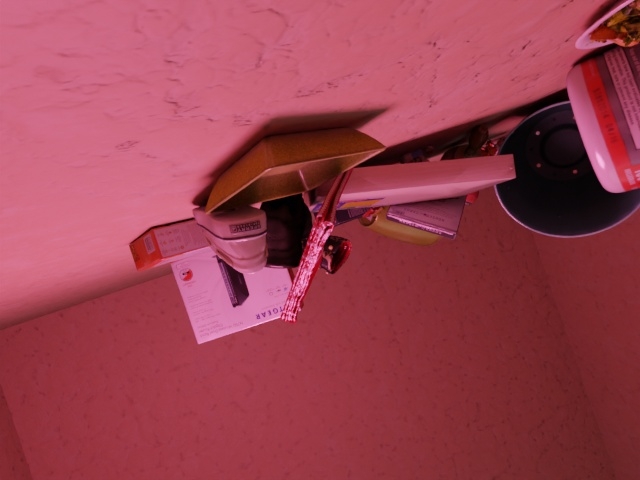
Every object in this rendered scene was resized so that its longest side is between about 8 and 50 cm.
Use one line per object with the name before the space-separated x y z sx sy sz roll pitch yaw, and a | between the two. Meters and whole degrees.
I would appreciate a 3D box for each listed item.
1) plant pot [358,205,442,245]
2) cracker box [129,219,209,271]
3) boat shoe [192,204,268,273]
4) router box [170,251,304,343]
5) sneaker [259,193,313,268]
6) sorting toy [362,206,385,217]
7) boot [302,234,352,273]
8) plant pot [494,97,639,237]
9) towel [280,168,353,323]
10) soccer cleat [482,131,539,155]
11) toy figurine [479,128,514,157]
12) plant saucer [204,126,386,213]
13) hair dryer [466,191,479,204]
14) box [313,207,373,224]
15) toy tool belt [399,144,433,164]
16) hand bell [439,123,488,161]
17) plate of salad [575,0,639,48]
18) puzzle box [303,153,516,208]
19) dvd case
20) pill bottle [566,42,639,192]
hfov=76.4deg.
plant pot | 0.296 -0.117 1.566 0.293 0.275 0.274 1 170 -30
cracker box | -0.273 -0.004 0.889 0.232 0.067 0.155 -17 180 -42
boat shoe | -0.137 -0.012 0.642 0.096 0.088 0.267 -14 -165 -24
router box | -0.254 0.114 1.237 0.335 0.302 0.082 -19 180 4
sneaker | -0.063 -0.055 0.779 0.108 0.130 0.286 3 -158 -3
sorting toy | 0.240 -0.167 1.333 0.132 0.046 0.274 -16 160 -50
boot | -0.079 0.035 1.471 0.284 0.138 0.377 19 -158 24
plant pot | 0.564 -0.186 0.931 0.292 0.293 0.235 -19 -166 35
towel | 0.000 0.000 0.705 0.199 0.031 0.275 -67 178 -46
soccer cleat | 0.603 -0.306 1.288 0.076 0.068 0.196 -22 179 -32
toy figurine | 0.524 -0.265 1.202 0.159 0.130 0.173 -28 -159 4
plant saucer | -0.042 -0.097 0.535 0.188 0.045 0.188 -18 179 -38
hair dryer | 0.487 -0.212 1.455 0.293 0.224 0.080 -41 -153 -16
box | 0.079 -0.108 1.463 0.158 0.093 0.156 -20 180 -26
toy tool belt | 0.229 -0.184 0.952 0.083 0.051 0.052 -19 180 17
hand bell | 0.368 -0.222 0.995 0.126 0.126 0.242 -19 167 6
plate of salad | 0.367 -0.237 0.401 0.199 0.048 0.200 -19 179 0
puzzle box | 0.172 -0.120 0.912 0.408 0.052 0.272 -6 178 -8
dvd case | 0.295 -0.112 1.093 0.179 0.030 0.239 18 -132 15
pill bottle | 0.548 -0.214 0.525 0.362 0.211 0.210 -19 180 40
